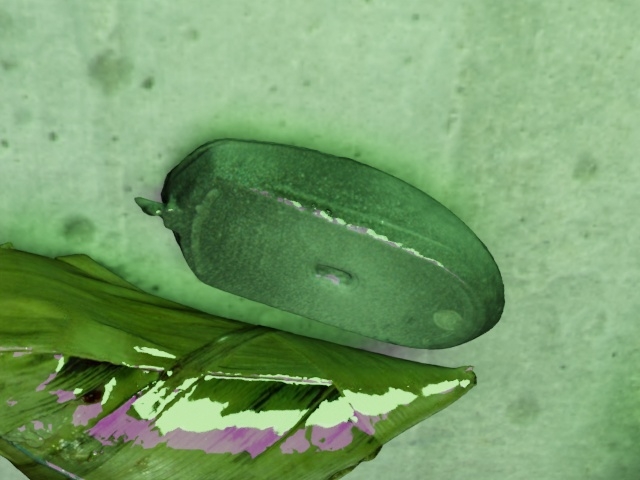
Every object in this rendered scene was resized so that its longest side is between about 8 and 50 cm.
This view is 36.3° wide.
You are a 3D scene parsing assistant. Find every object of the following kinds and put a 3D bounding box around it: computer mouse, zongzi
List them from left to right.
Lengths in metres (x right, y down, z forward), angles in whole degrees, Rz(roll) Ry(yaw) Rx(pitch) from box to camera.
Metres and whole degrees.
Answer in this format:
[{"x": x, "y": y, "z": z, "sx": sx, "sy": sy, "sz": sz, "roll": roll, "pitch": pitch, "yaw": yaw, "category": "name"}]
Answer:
[{"x": -0.082, "y": 0.071, "z": 0.587, "sx": 0.274, "sy": 0.125, "sz": 0.251, "roll": -29, "pitch": 123, "yaw": 29, "category": "zongzi"}, {"x": 0.003, "y": -0.003, "z": 0.595, "sx": 0.229, "sy": 0.068, "sz": 0.113, "roll": 20, "pitch": 135, "yaw": 2, "category": "computer mouse"}]
